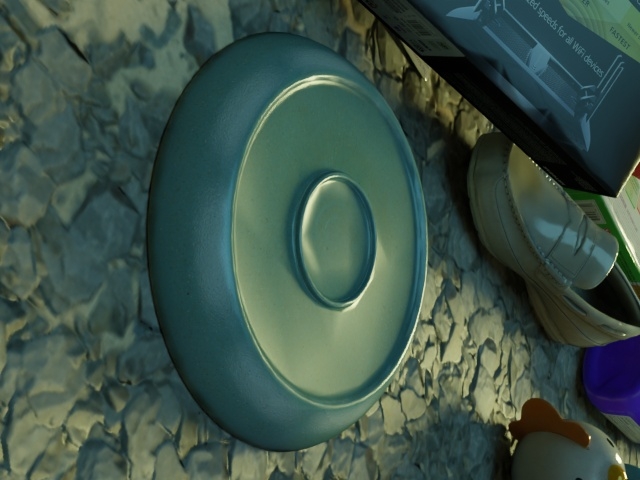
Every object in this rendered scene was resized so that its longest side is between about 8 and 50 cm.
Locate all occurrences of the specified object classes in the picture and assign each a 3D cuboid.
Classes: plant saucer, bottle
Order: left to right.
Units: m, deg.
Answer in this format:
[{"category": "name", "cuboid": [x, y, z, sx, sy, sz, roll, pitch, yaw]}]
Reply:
[{"category": "plant saucer", "cuboid": [0.000, 0.000, 0.760, 0.318, 0.044, 0.317, 3, 87, -54]}, {"category": "bottle", "cuboid": [0.419, 0.199, 1.270, 0.283, 0.092, 0.118, 38, 59, -46]}]

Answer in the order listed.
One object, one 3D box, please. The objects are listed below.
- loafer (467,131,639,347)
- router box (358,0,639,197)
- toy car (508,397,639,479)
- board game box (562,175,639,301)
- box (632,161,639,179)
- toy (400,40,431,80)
[{"category": "loafer", "cuboid": [0.247, 0.003, 1.031, 0.319, 0.111, 0.112, 47, 53, -41]}, {"category": "router box", "cuboid": [0.206, -0.222, 0.876, 0.309, 0.081, 0.243, 37, 83, -28]}, {"category": "toy car", "cuboid": [0.278, 0.259, 1.009, 0.219, 0.210, 0.238, -41, 108, -33]}, {"category": "board game box", "cuboid": [0.390, -0.106, 1.269, 0.242, 0.064, 0.316, 51, 50, -39]}, {"category": "box", "cuboid": [0.346, -0.162, 1.082, 0.257, 0.128, 0.122, 27, 63, -22]}, {"category": "toy", "cuboid": [0.120, -0.282, 0.922, 0.137, 0.056, 0.237, 47, 53, -40]}]
